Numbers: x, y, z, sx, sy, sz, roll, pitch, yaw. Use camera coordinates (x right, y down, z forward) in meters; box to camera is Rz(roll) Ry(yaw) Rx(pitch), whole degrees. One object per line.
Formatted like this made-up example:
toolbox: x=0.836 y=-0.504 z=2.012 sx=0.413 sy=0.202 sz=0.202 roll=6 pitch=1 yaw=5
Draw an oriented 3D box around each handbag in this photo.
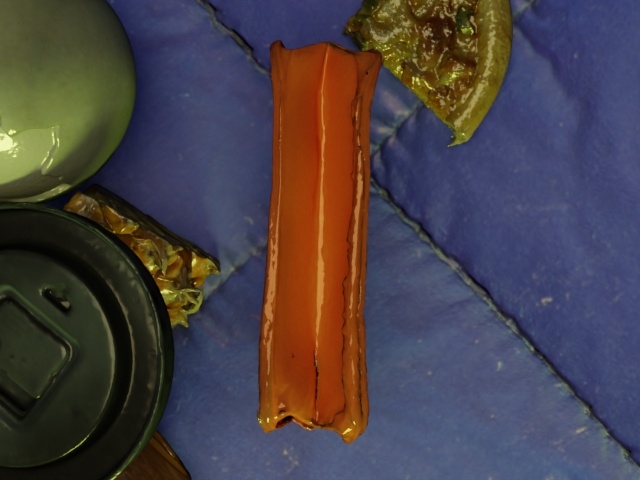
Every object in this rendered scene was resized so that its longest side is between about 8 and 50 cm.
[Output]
handbag: x=0.000 y=0.000 z=1.619 sx=0.116 sy=0.303 sz=0.410 roll=3 pitch=92 yaw=1

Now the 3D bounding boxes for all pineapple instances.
pineapple: x=-0.225 y=0.007 z=1.707 sx=0.114 sy=0.186 sz=0.236 roll=-51 pitch=131 yaw=-3

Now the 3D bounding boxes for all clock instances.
clock: x=-0.309 y=0.121 z=1.569 sx=0.325 sy=0.067 sz=0.325 roll=0 pitch=91 yaw=12

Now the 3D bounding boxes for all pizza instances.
pizza: x=0.123 y=-0.255 z=1.735 sx=0.197 sy=0.058 sz=0.292 roll=0 pitch=90 yaw=3

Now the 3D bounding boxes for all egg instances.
egg: x=-0.341 y=-0.171 z=1.619 sx=0.278 sy=0.336 sz=0.278 roll=0 pitch=96 yaw=3

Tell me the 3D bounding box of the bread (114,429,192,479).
bread: x=-0.243 y=0.266 z=1.689 sx=0.199 sy=0.199 sz=0.104 roll=45 pitch=110 yaw=2
